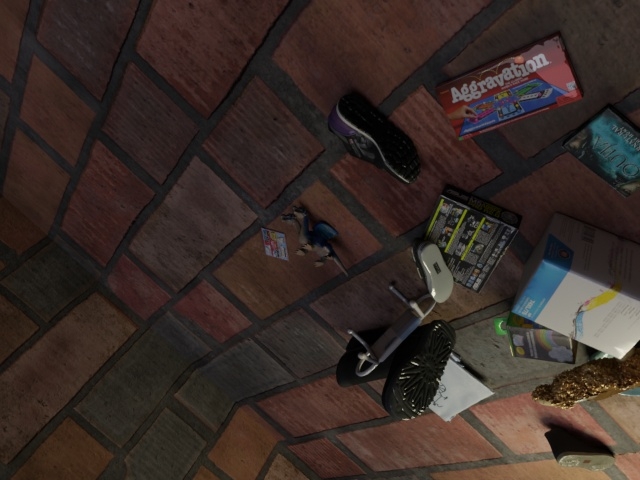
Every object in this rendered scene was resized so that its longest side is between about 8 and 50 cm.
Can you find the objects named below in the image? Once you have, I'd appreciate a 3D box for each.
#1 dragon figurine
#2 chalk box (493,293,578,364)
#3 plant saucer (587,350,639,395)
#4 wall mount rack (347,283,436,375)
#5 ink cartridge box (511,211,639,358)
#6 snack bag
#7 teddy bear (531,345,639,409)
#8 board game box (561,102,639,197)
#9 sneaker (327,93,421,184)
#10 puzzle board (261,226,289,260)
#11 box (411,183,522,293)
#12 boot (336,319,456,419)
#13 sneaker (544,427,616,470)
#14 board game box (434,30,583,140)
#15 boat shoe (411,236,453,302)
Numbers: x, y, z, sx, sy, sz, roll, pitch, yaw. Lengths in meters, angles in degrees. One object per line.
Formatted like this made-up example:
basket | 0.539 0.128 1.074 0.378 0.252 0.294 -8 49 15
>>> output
dragon figurine | 0.000 0.000 1.666 0.289 0.144 0.085 28 140 -20
chalk box | 0.598 0.241 1.446 0.212 0.132 0.133 2 129 34
plant saucer | 0.852 0.355 1.445 0.194 0.037 0.195 19 136 19
wall mount rack | 0.203 0.264 1.563 0.130 0.350 0.304 44 180 -9
ink cartridge box | 0.641 0.105 1.241 0.269 0.198 0.197 24 136 15
snack bag | 0.411 0.492 1.864 0.342 0.037 0.323 37 138 4
teddy bear | 0.722 0.359 1.371 0.244 0.113 0.338 8 145 -30
board game box | 0.635 -0.188 1.109 0.186 0.026 0.126 38 138 -1
sneaker | 0.139 -0.250 1.357 0.283 0.107 0.124 45 153 -4
puzzle board | -0.162 0.015 1.847 0.096 0.011 0.128 15 135 23
box | 0.391 0.000 1.421 0.216 0.060 0.270 26 137 13
boot | 0.188 0.427 1.687 0.445 0.367 0.146 -21 107 51
sneaker | 0.863 0.686 1.720 0.221 0.118 0.083 13 120 -14
board game box | 0.405 -0.328 1.139 0.281 0.027 0.145 -15 116 42
boat shoe | 0.312 0.080 1.455 0.070 0.077 0.219 40 159 55
